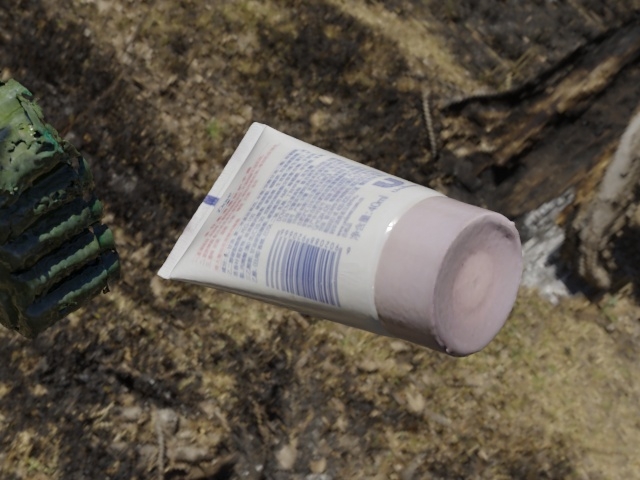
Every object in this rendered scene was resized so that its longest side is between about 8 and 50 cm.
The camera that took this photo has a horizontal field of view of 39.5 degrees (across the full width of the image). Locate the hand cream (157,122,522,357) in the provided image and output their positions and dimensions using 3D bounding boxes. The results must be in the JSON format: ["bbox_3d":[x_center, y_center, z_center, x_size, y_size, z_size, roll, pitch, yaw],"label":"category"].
[{"bbox_3d":[0.000,0.000,0.557,0.247,0.133,0.083,21,-18,44],"label":"hand cream"}]

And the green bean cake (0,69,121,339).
[{"bbox_3d":[-0.330,-0.054,0.888,0.132,0.255,0.241,-36,55,-28],"label":"green bean cake"}]
